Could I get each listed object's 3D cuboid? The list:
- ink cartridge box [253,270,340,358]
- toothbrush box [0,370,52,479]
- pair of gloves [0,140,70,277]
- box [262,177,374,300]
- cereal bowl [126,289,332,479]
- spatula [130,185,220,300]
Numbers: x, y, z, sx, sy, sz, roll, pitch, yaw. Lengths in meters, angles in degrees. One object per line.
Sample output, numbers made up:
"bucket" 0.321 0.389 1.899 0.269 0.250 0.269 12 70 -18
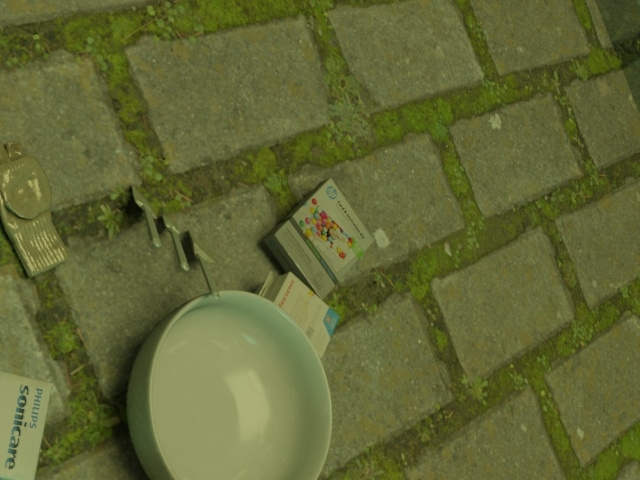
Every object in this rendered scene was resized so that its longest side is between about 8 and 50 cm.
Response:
"ink cartridge box" -0.058 0.126 1.685 0.143 0.090 0.092 43 51 -21
"toothbrush box" -0.496 0.204 1.174 0.295 0.216 0.126 23 61 -34
"pair of gloves" -0.469 -0.037 1.405 0.240 0.042 0.204 -17 87 -45
"box" 0.000 0.000 1.787 0.145 0.038 0.186 55 47 -13
"cereal bowl" -0.149 0.252 1.523 0.339 0.141 0.339 15 66 -37
"spatula" -0.211 0.002 1.529 0.019 0.242 0.168 -43 115 2
